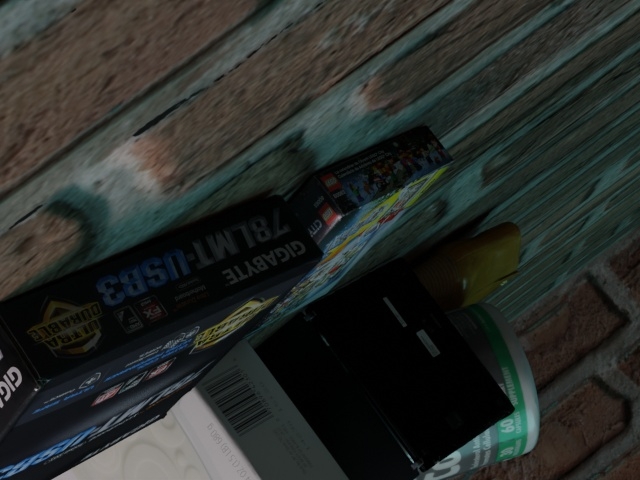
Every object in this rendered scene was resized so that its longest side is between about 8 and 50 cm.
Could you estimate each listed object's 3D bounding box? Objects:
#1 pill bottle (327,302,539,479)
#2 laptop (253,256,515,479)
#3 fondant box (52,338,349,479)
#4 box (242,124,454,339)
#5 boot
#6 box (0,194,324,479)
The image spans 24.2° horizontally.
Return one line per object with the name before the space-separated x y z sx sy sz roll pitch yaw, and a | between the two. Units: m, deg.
pill bottle | 0.073 0.219 1.867 0.361 0.204 0.204 -16 164 -11
laptop | 0.049 0.187 1.759 0.264 0.234 0.136 -27 165 -38
fondant box | -0.134 0.253 1.458 0.096 0.238 0.330 -26 164 -46
box | 0.000 0.000 1.340 0.159 0.044 0.233 -26 164 -45
boot | 0.163 0.095 2.053 0.211 0.104 0.295 -23 157 -29
box | -0.178 0.105 1.165 0.295 0.073 0.293 -24 162 -46
